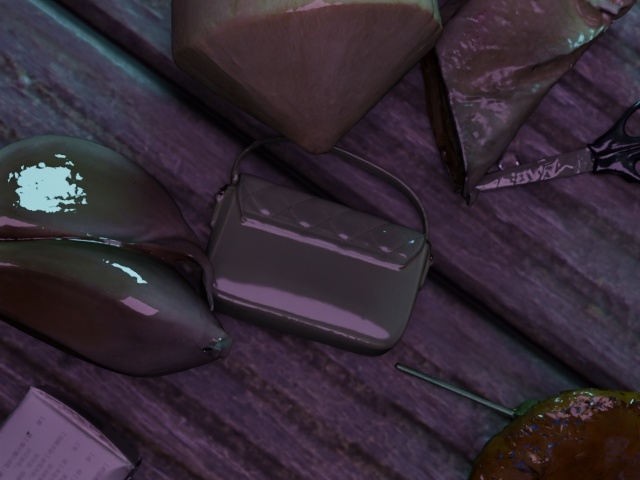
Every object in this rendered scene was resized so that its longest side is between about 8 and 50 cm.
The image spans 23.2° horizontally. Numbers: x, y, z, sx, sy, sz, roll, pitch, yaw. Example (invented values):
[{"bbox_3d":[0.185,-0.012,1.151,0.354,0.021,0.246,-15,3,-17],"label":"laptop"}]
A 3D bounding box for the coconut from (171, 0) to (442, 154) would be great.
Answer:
[{"bbox_3d":[-0.015,-0.247,1.635,0.329,0.329,0.328,0,87,-5],"label":"coconut"}]

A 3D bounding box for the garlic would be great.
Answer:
[{"bbox_3d":[-0.216,0.015,1.633,0.340,0.246,0.231,15,76,15],"label":"garlic"}]

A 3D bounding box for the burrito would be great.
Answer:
[{"bbox_3d":[0.207,-0.220,1.751,0.175,0.107,0.347,37,82,13],"label":"burrito"}]

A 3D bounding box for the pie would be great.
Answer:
[{"bbox_3d":[0.291,0.272,1.724,0.274,0.069,0.273,-3,111,-8],"label":"pie"}]

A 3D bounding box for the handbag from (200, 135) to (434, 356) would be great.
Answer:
[{"bbox_3d":[0.000,0.000,1.738,0.256,0.079,0.219,19,75,-4],"label":"handbag"}]

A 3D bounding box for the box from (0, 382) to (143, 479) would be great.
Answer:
[{"bbox_3d":[-0.339,0.320,1.637,0.145,0.173,0.333,36,84,-1],"label":"box"}]

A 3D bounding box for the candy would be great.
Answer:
[{"bbox_3d":[0.177,0.182,1.760,0.203,0.061,0.061,22,85,4],"label":"candy"}]

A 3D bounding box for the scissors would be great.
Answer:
[{"bbox_3d":[0.297,-0.090,1.792,0.300,0.022,0.109,-14,85,-5],"label":"scissors"}]
